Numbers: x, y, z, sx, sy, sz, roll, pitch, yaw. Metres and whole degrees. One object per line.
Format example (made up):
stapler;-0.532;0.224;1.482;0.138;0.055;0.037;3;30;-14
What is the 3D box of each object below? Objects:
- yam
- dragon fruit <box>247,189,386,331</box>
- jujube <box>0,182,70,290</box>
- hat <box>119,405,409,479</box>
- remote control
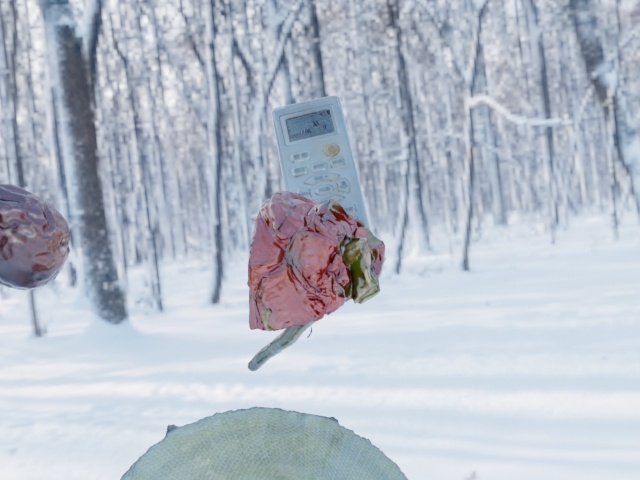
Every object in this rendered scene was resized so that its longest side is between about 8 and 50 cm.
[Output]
yam;-0.029;0.114;1.285;0.029;0.027;0.234;6;-38;-37
dragon fruit;0.000;0.000;0.811;0.106;0.083;0.162;1;27;11
jujube;-0.248;-0.012;0.725;0.129;0.077;0.077;29;-11;-17
hat;-0.044;0.257;0.745;0.252;0.252;0.110;-6;-40;-12
remote control;0.004;-0.074;1.443;0.109;0.313;0.055;-12;-32;2
